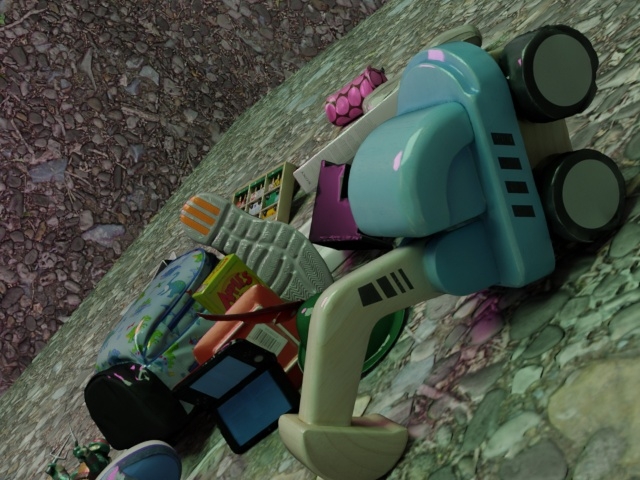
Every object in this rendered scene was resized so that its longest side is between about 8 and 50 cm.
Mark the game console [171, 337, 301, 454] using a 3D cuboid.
[{"bbox_3d":[-0.120,0.226,1.179,0.144,0.124,0.085,-40,46,17],"label":"game console"}]

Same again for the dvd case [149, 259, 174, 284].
[{"bbox_3d":[-0.304,0.142,1.718,0.179,0.029,0.238,3,-55,-50],"label":"dvd case"}]

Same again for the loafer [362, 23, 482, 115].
[{"bbox_3d":[0.243,-0.359,1.856,0.319,0.112,0.111,-40,52,10],"label":"loafer"}]

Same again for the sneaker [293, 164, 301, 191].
[{"bbox_3d":[-0.089,-0.157,2.191,0.071,0.066,0.188,-38,18,18],"label":"sneaker"}]

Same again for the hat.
[{"bbox_3d":[-0.009,0.084,1.130,0.173,0.183,0.208,4,51,47],"label":"hat"}]

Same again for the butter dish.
[{"bbox_3d":[-0.090,0.175,1.288,0.160,0.160,0.118,-47,-7,-5],"label":"butter dish"}]

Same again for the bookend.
[{"bbox_3d":[0.061,-0.066,1.434,0.156,0.072,0.157,-4,75,55],"label":"bookend"}]

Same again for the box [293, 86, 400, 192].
[{"bbox_3d":[0.119,-0.214,1.688,0.322,0.058,0.232,-36,-9,24],"label":"box"}]

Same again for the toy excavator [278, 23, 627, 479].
[{"bbox_3d":[0.115,0.007,0.957,0.446,0.432,0.222,-20,9,-19],"label":"toy excavator"}]

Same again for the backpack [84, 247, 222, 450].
[{"bbox_3d":[-0.256,0.185,1.499,0.356,0.273,0.290,-34,2,-36],"label":"backpack"}]

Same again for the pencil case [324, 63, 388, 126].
[{"bbox_3d":[0.097,-0.402,2.288,0.209,0.098,0.095,-30,22,42],"label":"pencil case"}]

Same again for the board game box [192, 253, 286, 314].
[{"bbox_3d":[-0.116,0.118,1.372,0.092,0.181,0.043,-53,19,-27],"label":"board game box"}]

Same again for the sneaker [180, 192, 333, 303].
[{"bbox_3d":[-0.094,0.015,1.519,0.124,0.321,0.180,-57,-19,3],"label":"sneaker"}]

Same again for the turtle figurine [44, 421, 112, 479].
[{"bbox_3d":[-0.437,0.433,1.494,0.175,0.118,0.234,-50,25,41],"label":"turtle figurine"}]

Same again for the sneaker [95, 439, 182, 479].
[{"bbox_3d":[-0.258,0.423,1.104,0.236,0.130,0.322,-4,37,51],"label":"sneaker"}]

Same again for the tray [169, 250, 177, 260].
[{"bbox_3d":[-0.348,0.172,1.851,0.270,0.030,0.145,-66,30,26],"label":"tray"}]

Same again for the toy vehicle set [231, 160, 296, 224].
[{"bbox_3d":[-0.158,-0.085,2.109,0.267,0.035,0.165,-24,52,51],"label":"toy vehicle set"}]

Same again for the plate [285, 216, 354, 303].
[{"bbox_3d":[0.000,0.000,1.631,0.278,0.045,0.277,-43,16,5],"label":"plate"}]
